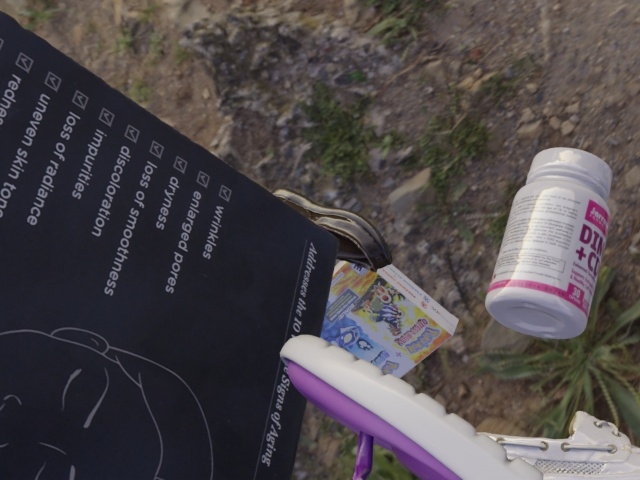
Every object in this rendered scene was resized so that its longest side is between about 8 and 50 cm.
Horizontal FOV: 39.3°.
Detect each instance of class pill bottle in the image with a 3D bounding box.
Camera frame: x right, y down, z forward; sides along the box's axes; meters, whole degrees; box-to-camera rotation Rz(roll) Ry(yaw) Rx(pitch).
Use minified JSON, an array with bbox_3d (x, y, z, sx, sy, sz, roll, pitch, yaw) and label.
[{"bbox_3d":[0.378,0.002,1.453,0.161,0.283,0.160,17,158,7],"label":"pill bottle"}]

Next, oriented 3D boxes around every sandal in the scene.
[{"bbox_3d":[0.105,0.191,0.548,0.416,0.102,0.169,32,166,34],"label":"sandal"}]

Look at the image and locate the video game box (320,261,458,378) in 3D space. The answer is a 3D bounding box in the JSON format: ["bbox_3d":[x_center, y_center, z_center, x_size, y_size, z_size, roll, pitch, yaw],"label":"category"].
[{"bbox_3d":[0.069,0.125,1.335,0.187,0.048,0.205,38,127,-6],"label":"video game box"}]

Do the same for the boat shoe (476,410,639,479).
[{"bbox_3d":[0.314,0.246,1.044,0.277,0.098,0.096,-5,69,4],"label":"boat shoe"}]

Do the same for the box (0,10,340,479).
[{"bbox_3d":[-0.272,0.122,0.860,0.472,0.479,0.297,33,146,-34],"label":"box"}]

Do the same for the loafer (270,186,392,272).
[{"bbox_3d":[0.000,0.000,1.182,0.220,0.078,0.080,22,153,40],"label":"loafer"}]
